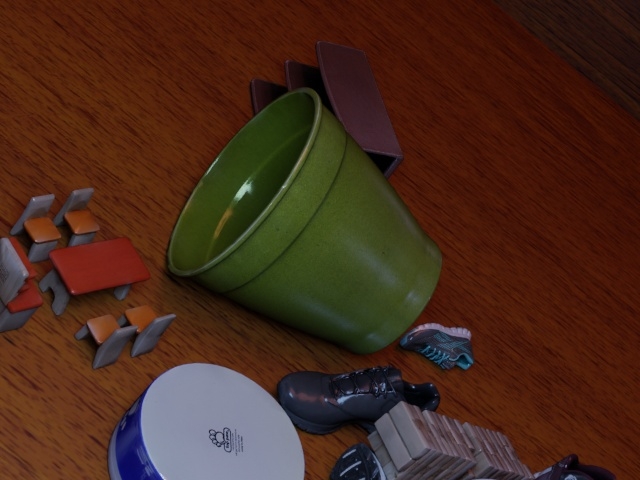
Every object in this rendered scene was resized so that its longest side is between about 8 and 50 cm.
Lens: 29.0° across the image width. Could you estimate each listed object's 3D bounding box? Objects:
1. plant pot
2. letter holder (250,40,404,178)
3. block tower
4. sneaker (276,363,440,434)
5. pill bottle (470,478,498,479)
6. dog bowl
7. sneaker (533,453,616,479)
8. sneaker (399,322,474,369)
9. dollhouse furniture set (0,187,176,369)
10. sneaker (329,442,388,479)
[{"bbox_3d":[0.000,0.000,2.034,0.353,0.366,0.366,37,35,-23],"label":"plant pot"},{"bbox_3d":[0.001,-0.240,2.411,0.214,0.152,0.302,10,46,-31],"label":"letter holder"},{"bbox_3d":[0.207,0.343,1.956,0.335,0.091,0.097,26,29,-47],"label":"block tower"},{"bbox_3d":[0.064,0.244,1.979,0.286,0.130,0.109,11,47,-31],"label":"sneaker"},{"bbox_3d":[0.257,0.499,1.872,0.136,0.136,0.246,16,43,-28],"label":"pill bottle"},{"bbox_3d":[-0.158,0.307,1.742,0.264,0.104,0.265,24,39,-21],"label":"dog bowl"},{"bbox_3d":[0.449,0.480,2.037,0.106,0.162,0.281,-1,52,-41],"label":"sneaker"},{"bbox_3d":[0.216,0.195,2.220,0.166,0.065,0.076,6,52,-35],"label":"sneaker"},{"bbox_3d":[-0.365,0.046,1.808,0.259,0.135,0.262,-13,61,-47],"label":"dollhouse furniture set"},{"bbox_3d":[0.093,0.430,1.855,0.108,0.100,0.272,28,32,-50],"label":"sneaker"}]
